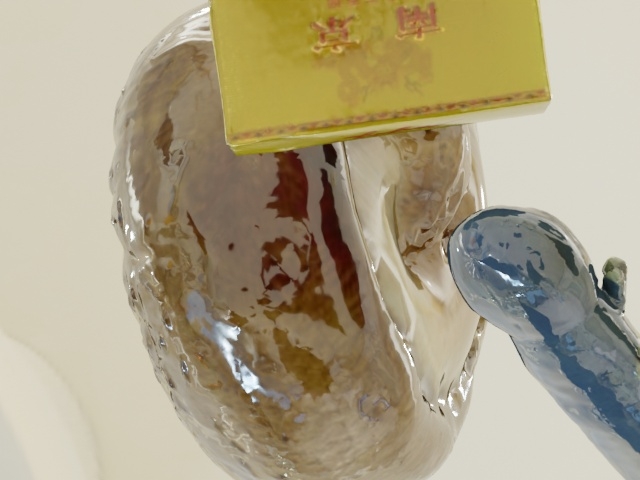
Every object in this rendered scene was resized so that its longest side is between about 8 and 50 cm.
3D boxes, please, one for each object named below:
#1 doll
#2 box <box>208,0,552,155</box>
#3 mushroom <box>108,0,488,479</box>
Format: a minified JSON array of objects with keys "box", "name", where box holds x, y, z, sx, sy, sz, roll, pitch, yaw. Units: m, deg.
[{"box":[0.076,0.036,0.432,0.125,0.037,0.027,47,-127,-26],"name":"doll"},{"box":[0.008,-0.104,0.444,0.087,0.023,0.155,-8,-97,-1],"name":"box"},{"box":[0.000,0.000,0.745,0.153,0.253,0.253,-5,-92,22],"name":"mushroom"}]
